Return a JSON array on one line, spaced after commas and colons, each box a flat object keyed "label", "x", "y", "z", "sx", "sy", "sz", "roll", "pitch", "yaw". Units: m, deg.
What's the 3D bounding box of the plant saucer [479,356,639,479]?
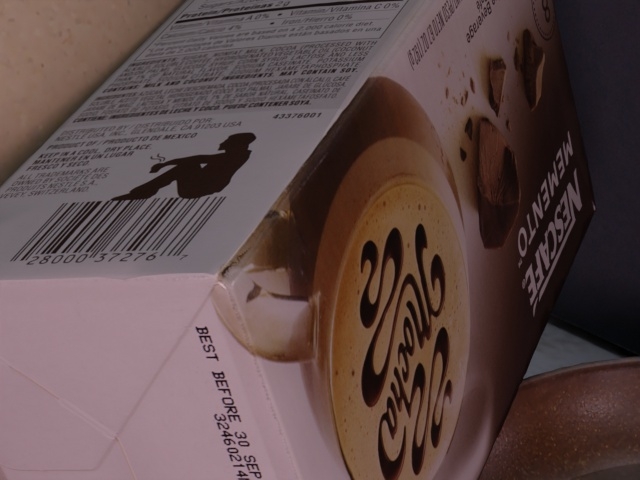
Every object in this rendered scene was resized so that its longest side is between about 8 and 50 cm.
[{"label": "plant saucer", "x": 0.184, "y": 0.134, "z": 0.596, "sx": 0.311, "sy": 0.050, "sz": 0.310, "roll": 4, "pitch": 24, "yaw": -2}]

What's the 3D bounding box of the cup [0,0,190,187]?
[{"label": "cup", "x": -0.207, "y": -0.035, "z": 0.632, "sx": 0.331, "sy": 0.331, "sz": 0.237, "roll": 6, "pitch": 48, "yaw": 1}]

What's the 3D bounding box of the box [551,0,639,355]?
[{"label": "box", "x": 0.299, "y": -0.119, "z": 0.894, "sx": 0.395, "sy": 0.293, "sz": 0.212, "roll": -17, "pitch": 31, "yaw": -42}]

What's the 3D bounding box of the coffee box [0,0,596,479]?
[{"label": "coffee box", "x": 0.000, "y": 0.000, "z": 0.599, "sx": 0.119, "sy": 0.168, "sz": 0.297, "roll": -2, "pitch": 31, "yaw": 27}]
